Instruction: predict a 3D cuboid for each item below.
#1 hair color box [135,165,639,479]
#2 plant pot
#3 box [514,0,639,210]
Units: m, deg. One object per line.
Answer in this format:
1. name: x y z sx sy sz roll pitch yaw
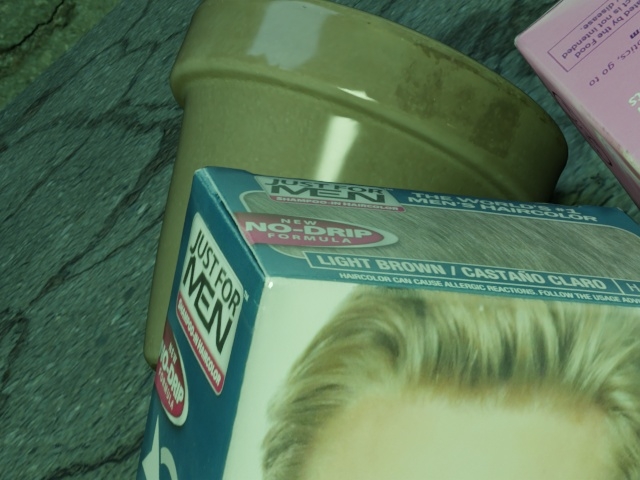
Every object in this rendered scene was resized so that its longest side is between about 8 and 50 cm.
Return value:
1. hair color box: 0.014 0.157 0.727 0.105 0.174 0.347 -125 43 -62
2. plant pot: 0.000 0.000 1.228 0.263 0.263 0.229 0 65 59
3. box: 0.205 0.012 0.655 0.117 0.213 0.243 -40 33 4
